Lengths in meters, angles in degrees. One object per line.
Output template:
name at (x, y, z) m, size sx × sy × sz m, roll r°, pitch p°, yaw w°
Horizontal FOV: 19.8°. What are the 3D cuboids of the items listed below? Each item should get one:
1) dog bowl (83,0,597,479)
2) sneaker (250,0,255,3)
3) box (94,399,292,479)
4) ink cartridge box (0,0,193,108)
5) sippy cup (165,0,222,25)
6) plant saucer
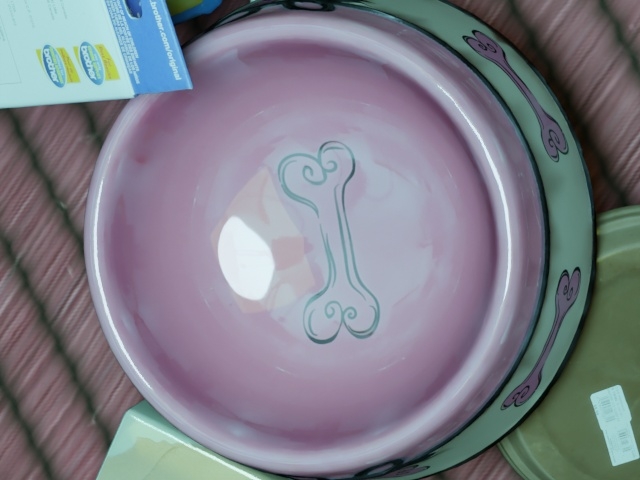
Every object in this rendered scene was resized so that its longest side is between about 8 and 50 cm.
dog bowl at (0.000, 0.000, 1.401) m, size 0.408 × 0.150 × 0.408 m, roll 1°, pitch 94°, yaw 16°
sneaker at (-0.006, -0.170, 1.535) m, size 0.118 × 0.110 × 0.292 m, roll 14°, pitch 94°, yaw 23°
box at (-0.041, 0.260, 1.549) m, size 0.311 × 0.121 × 0.148 m, roll 24°, pitch 98°, yaw 8°
ink cartridge box at (-0.228, -0.193, 1.350) m, size 0.311 × 0.065 × 0.185 m, roll 0°, pitch 116°, yaw 36°
sippy cup at (-0.158, -0.296, 1.468) m, size 0.240 × 0.305 × 0.224 m, roll -12°, pitch 130°, yaw 7°
plant saucer at (0.266, 0.106, 1.477) m, size 0.278 × 0.041 × 0.278 m, roll -2°, pitch 109°, yaw -5°
